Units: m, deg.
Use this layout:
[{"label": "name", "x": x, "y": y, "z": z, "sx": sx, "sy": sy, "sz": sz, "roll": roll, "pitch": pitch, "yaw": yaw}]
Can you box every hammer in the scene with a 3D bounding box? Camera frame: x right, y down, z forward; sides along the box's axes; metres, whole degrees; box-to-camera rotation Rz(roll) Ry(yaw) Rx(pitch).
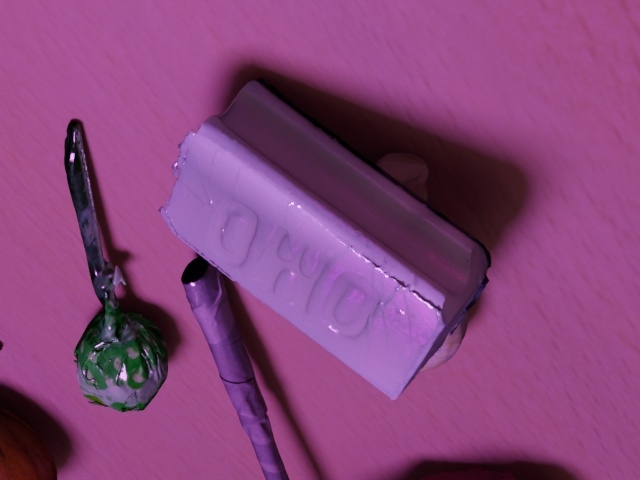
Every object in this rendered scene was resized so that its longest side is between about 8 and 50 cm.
[{"label": "hammer", "x": -0.060, "y": 0.195, "z": 1.648, "sx": 0.044, "sy": 0.152, "sz": 0.427, "roll": 3, "pitch": 131, "yaw": 27}]

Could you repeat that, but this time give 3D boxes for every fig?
[{"label": "fig", "x": -0.359, "y": 0.231, "z": 1.756, "sx": 0.148, "sy": 0.149, "sz": 0.202, "roll": -10, "pitch": 128, "yaw": 33}]

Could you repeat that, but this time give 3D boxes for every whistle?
[{"label": "whistle", "x": 0.068, "y": 0.033, "z": 1.477, "sx": 0.126, "sy": 0.067, "sz": 0.258, "roll": 10, "pitch": 135, "yaw": 11}]

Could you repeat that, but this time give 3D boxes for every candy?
[{"label": "candy", "x": -0.200, "y": 0.028, "z": 1.556, "sx": 0.097, "sy": 0.097, "sz": 0.323, "roll": 4, "pitch": 129, "yaw": 13}]

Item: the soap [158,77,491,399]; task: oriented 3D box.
[{"label": "soap", "x": 0.000, "y": 0.000, "z": 1.385, "sx": 0.261, "sy": 0.094, "sz": 0.150, "roll": 36, "pitch": 137, "yaw": 7}]

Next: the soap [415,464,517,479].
[{"label": "soap", "x": 0.098, "y": 0.347, "z": 1.665, "sx": 0.289, "sy": 0.112, "sz": 0.182, "roll": -39, "pitch": 116, "yaw": -3}]
